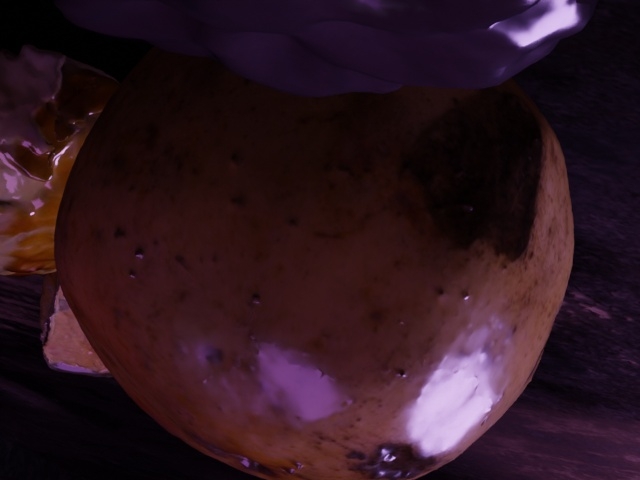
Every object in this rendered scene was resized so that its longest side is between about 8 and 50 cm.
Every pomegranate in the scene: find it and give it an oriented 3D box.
[{"bbox_3d":[0.000,0.000,1.038,0.281,0.281,0.281,18,164,5],"label":"pomegranate"}]

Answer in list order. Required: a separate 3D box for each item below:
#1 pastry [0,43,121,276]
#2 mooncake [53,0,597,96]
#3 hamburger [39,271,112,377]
[{"bbox_3d":[-0.213,-0.052,1.269,0.236,0.170,0.256,20,169,8],"label":"pastry"},{"bbox_3d":[-0.016,-0.151,0.771,0.283,0.141,0.283,16,166,4],"label":"mooncake"},{"bbox_3d":[-0.145,0.013,1.530,0.155,0.135,0.208,4,149,-1],"label":"hamburger"}]
